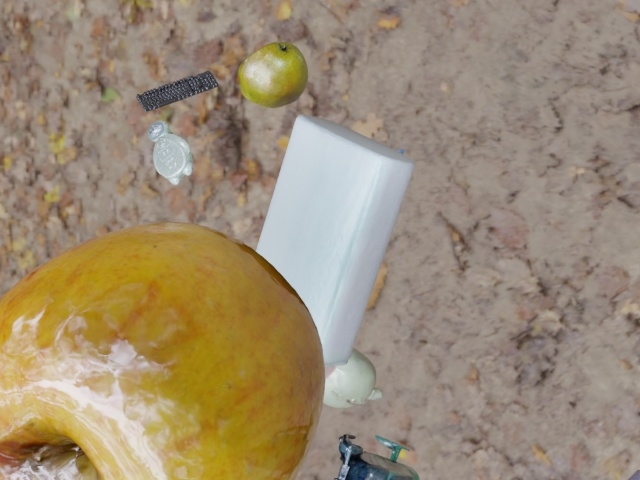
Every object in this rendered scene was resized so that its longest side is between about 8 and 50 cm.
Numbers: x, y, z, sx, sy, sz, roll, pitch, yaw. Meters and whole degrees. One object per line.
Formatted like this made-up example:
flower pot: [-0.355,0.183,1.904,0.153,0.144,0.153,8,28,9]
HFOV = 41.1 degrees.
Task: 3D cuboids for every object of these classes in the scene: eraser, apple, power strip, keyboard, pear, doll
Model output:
eraser: [0.000,0.000,1.118,0.189,0.104,0.290,34,112,47]
apple: [-0.145,0.130,0.738,0.299,0.275,0.299,7,115,15]
power strip: [-0.183,-0.110,1.055,0.055,0.035,0.083,-35,77,22]
keyboard: [-0.341,-0.359,2.043,0.060,0.196,0.018,54,158,30]
pear: [-0.085,-0.314,1.665,0.141,0.141,0.104,-45,75,31]
doll: [0.016,0.253,1.694,0.155,0.113,0.275,-31,112,24]

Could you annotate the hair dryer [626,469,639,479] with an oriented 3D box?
hair dryer: [0.514,0.572,1.316,0.361,0.121,0.301,43,89,15]

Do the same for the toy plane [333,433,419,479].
toy plane: [0.055,0.201,0.710,0.096,0.235,0.060,15,83,4]

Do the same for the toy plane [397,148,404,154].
toy plane: [0.073,-0.091,1.453,0.169,0.246,0.078,49,136,-6]
